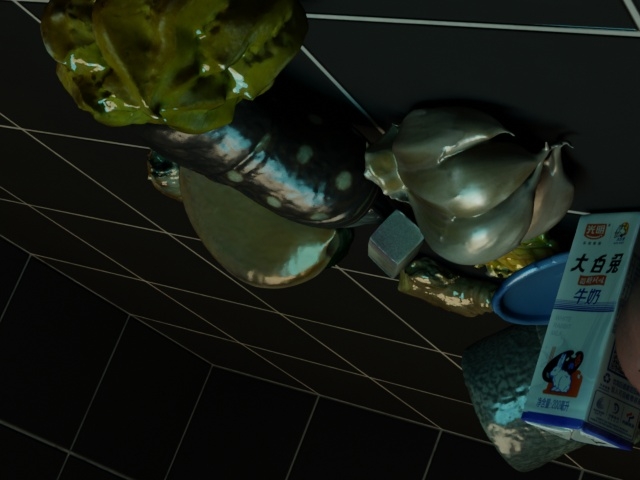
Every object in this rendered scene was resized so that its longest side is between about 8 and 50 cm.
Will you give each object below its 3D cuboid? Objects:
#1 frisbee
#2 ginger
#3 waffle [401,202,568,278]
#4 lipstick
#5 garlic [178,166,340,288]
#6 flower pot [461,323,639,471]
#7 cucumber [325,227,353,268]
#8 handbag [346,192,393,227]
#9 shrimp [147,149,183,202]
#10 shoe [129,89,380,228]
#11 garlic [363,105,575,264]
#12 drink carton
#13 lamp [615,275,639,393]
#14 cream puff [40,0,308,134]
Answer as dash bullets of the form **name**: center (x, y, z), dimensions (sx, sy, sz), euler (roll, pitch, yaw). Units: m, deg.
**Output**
- **frisbee**: center (0.376, 0.062, 1.934), dimensions (0.242, 0.045, 0.242), euler (-8, 151, -5)
- **ginger**: center (0.245, 0.093, 2.338), dimensions (0.213, 0.074, 0.137), euler (14, 164, 7)
- **waffle**: center (0.249, -0.009, 1.985), dimensions (0.262, 0.060, 0.280), euler (20, 165, 6)
- **lipstick**: center (0.122, 0.008, 2.079), dimensions (0.066, 0.068, 0.317), euler (44, 177, 5)
- **garlic**: center (-0.118, -0.065, 2.041), dimensions (0.338, 0.151, 0.196), euler (42, 131, 7)
- **flower pot**: center (0.427, 0.240, 2.150), dimensions (0.282, 0.299, 0.299), euler (-31, 139, 20)
- **cucumber**: center (0.000, 0.000, 2.380), dimensions (0.115, 0.063, 0.244), euler (21, 164, 2)
- **handbag**: center (-0.022, -0.081, 2.112), dimensions (0.191, 0.075, 0.332), euler (33, 165, -25)
- **shrimp**: center (-0.197, -0.085, 2.341), dimensions (0.287, 0.068, 0.185), euler (23, 167, -12)
- **shoe**: center (-0.104, -0.157, 1.752), dimensions (0.384, 0.171, 0.237), euler (25, 171, 20)
- **garlic**: center (0.214, -0.085, 1.682), dimensions (0.292, 0.210, 0.237), euler (15, 130, 40)
- **drink carton**: center (0.392, 0.120, 1.737), dimensions (0.106, 0.315, 0.130), euler (26, 165, -30)
- **lamp**: center (0.509, 0.086, 1.590), dimensions (0.305, 0.305, 0.240), euler (43, -161, -54)
- **cream puff**: center (-0.188, -0.236, 1.445), dimensions (0.324, 0.257, 0.291), euler (14, 160, 27)
